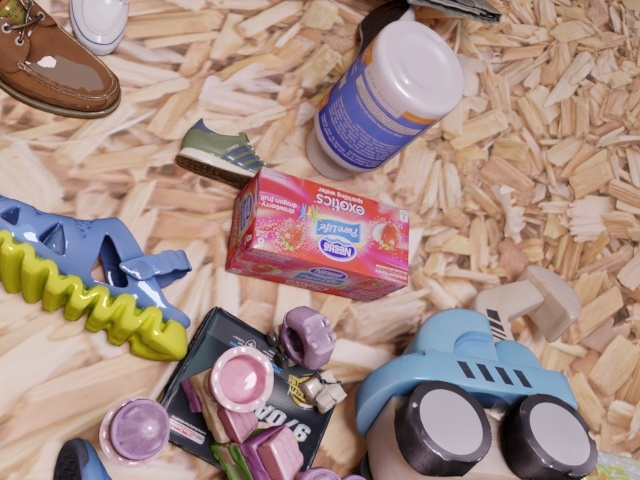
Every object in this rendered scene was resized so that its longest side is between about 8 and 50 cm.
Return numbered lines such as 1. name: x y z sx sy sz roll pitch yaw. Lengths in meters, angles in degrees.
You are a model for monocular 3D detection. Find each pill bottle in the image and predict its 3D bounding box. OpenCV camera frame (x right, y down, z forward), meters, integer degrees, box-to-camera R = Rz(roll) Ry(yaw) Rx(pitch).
1. pill bottle: 0.082 -0.200 0.845 0.152 0.272 0.153 10 67 -26

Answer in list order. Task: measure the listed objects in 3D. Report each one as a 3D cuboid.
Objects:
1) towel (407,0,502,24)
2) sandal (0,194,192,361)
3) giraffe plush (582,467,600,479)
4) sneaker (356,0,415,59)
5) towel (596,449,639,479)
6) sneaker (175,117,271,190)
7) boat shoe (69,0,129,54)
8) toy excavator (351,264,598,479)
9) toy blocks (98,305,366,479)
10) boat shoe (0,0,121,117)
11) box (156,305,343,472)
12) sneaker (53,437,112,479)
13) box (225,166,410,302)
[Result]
1. towel: 0.191 -0.563 1.125 0.312 0.056 0.324 2 47 -31
2. sandal: -0.286 0.025 0.657 0.317 0.126 0.138 36 54 -22
3. giraffe plush: 0.357 0.458 0.811 0.181 0.170 0.210 -6 63 -26
4. sneaker: 0.136 -0.374 1.067 0.123 0.105 0.290 60 37 -40
5. towel: 0.562 0.571 0.928 0.320 0.090 0.375 18 64 -18
6. sneaker: -0.120 -0.128 0.830 0.192 0.064 0.086 20 68 -18
7. boat shoe: -0.330 -0.395 0.811 0.083 0.076 0.227 6 68 -26
8. toy excavator: 0.259 0.189 0.836 0.432 0.222 0.445 11 43 -11
9. toy blocks: -0.034 0.235 0.559 0.308 0.260 0.289 -22 84 -33
10. boat shoe: -0.410 -0.271 0.702 0.307 0.104 0.111 26 61 -18
11. box: -0.096 0.219 0.719 0.220 0.051 0.175 35 58 -14
12. sneaker: -0.238 0.323 0.601 0.082 0.069 0.210 -1 65 -54
13. box: 0.000 0.000 0.813 0.256 0.122 0.128 15 66 -23
